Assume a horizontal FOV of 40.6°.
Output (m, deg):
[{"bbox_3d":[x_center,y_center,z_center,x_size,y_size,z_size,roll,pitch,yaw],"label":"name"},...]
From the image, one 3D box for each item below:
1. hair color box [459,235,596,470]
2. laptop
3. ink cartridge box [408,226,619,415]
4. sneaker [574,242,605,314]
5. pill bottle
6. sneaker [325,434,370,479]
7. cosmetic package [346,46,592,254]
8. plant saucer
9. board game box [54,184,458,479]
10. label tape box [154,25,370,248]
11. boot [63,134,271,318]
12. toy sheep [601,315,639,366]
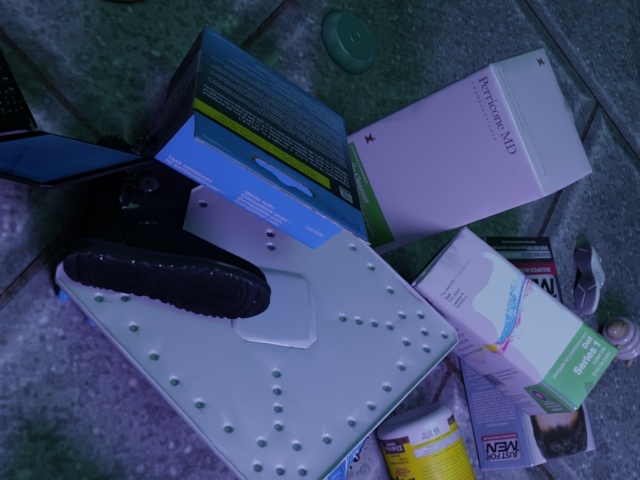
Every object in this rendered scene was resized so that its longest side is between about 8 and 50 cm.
[{"bbox_3d":[0.333,0.185,1.470,0.185,0.114,0.374,0,76,-40],"label":"hair color box"},{"bbox_3d":[-0.334,-0.165,0.917,0.264,0.137,0.234,66,17,-5],"label":"laptop"},{"bbox_3d":[0.262,0.125,1.275,0.278,0.201,0.117,39,77,5],"label":"ink cartridge box"},{"bbox_3d":[0.546,0.082,1.731,0.061,0.054,0.152,30,57,-33],"label":"sneaker"},{"bbox_3d":[0.169,0.357,1.265,0.117,0.117,0.215,-17,86,-43],"label":"pill bottle"},{"bbox_3d":[0.010,0.291,1.145,0.147,0.130,0.329,5,71,-37],"label":"sneaker"},{"bbox_3d":[0.182,-0.116,1.275,0.155,0.366,0.196,-24,90,-43],"label":"cosmetic package"},{"bbox_3d":[0.054,-0.344,1.480,0.119,0.021,0.119,15,66,-37],"label":"plant saucer"},{"bbox_3d":[-0.067,0.096,1.102,0.390,0.050,0.390,44,47,11],"label":"board game box"},{"bbox_3d":[-0.078,-0.107,1.078,0.241,0.106,0.333,31,26,-22],"label":"label tape box"},{"bbox_3d":[-0.169,-0.026,1.044,0.247,0.094,0.207,13,51,-8],"label":"boot"},{"bbox_3d":[0.605,0.199,1.723,0.132,0.091,0.091,39,52,-41],"label":"toy sheep"}]
